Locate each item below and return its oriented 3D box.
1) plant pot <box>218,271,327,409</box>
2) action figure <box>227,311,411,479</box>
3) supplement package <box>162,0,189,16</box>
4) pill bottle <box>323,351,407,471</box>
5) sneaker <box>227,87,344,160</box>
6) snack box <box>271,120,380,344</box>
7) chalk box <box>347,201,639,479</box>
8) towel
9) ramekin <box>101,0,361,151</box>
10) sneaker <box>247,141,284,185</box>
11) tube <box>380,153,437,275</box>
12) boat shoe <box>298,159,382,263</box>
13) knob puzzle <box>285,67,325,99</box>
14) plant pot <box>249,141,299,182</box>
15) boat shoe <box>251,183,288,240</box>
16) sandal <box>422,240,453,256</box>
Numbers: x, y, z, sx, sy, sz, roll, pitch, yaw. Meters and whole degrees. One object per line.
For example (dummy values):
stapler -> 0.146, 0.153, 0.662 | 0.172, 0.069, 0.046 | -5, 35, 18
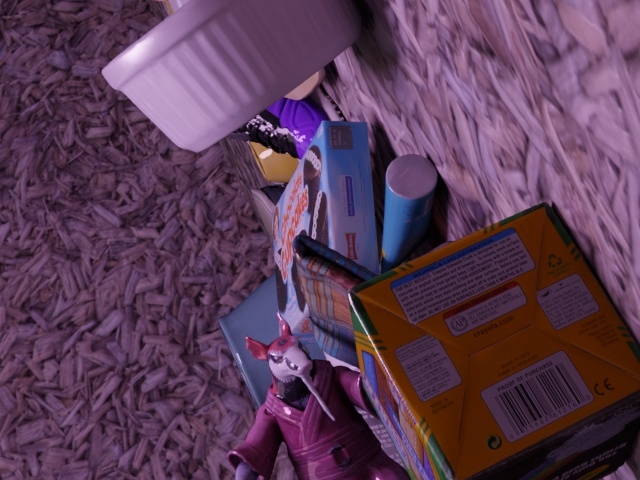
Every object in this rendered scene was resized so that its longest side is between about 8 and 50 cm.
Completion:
plant pot -> -0.017, 0.157, 2.209 | 0.271, 0.255, 0.271 | 63, 174, 12
action figure -> 0.032, 0.247, 1.596 | 0.370, 0.248, 0.276 | 65, -170, -2
supplement package -> -0.148, -0.352, 1.898 | 0.244, 0.134, 0.139 | 88, 157, -74
pill bottle -> 0.113, 0.227, 1.847 | 0.161, 0.161, 0.283 | -140, 26, -75
sneaker -> -0.058, -0.160, 1.837 | 0.102, 0.146, 0.293 | 75, 168, -58
snack box -> 0.000, 0.000, 1.678 | 0.322, 0.060, 0.187 | 124, 145, -67
chalk box -> 0.145, 0.131, 1.144 | 0.289, 0.180, 0.179 | 82, 162, -65
towel -> 0.096, 0.120, 1.467 | 0.271, 0.040, 0.370 | 29, 167, 13
ramekin -> -0.079, -0.202, 1.402 | 0.127, 0.273, 0.273 | 54, 175, -9
sneaker -> -0.069, -0.157, 2.271 | 0.092, 0.087, 0.228 | 56, 178, 19
tube -> 0.095, -0.022, 1.481 | 0.052, 0.080, 0.207 | 48, 164, 20
boat shoe -> 0.029, -0.052, 1.909 | 0.081, 0.079, 0.227 | 41, -152, -83
knob puzzle -> -0.038, -0.264, 1.730 | 0.213, 0.030, 0.213 | 46, 146, 45
plant pot -> -0.053, -0.141, 2.090 | 0.134, 0.095, 0.134 | 63, 173, 13
boat shoe -> -0.016, -0.036, 2.118 | 0.127, 0.113, 0.340 | 63, 170, -14
sandal -> 0.114, 0.062, 1.529 | 0.076, 0.102, 0.265 | 57, 175, 3
